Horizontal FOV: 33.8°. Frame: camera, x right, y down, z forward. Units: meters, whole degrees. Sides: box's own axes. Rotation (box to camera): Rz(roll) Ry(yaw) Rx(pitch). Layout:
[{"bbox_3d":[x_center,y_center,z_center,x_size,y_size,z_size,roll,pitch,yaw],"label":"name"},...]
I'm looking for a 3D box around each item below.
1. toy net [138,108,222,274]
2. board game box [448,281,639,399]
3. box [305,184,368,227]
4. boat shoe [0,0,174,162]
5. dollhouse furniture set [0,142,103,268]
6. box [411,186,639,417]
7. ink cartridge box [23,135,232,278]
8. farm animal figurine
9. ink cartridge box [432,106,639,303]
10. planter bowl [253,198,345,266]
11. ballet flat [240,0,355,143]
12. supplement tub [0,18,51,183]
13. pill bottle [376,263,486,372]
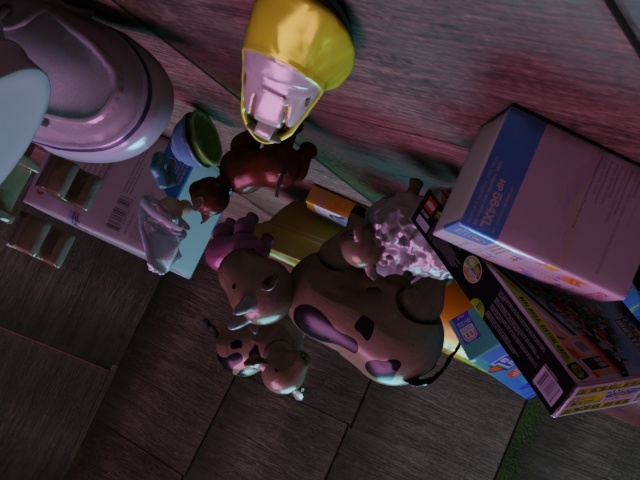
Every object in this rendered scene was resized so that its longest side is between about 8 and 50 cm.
[{"bbox_3d":[-0.159,-0.069,1.124,0.045,0.232,0.122,-17,134,18],"label":"toy net"},{"bbox_3d":[0.232,0.080,1.016,0.210,0.160,0.047,35,-154,-58],"label":"board game box"},{"bbox_3d":[0.049,-0.028,1.372,0.136,0.028,0.081,22,173,6],"label":"box"},{"bbox_3d":[-0.304,-0.189,0.959,0.367,0.135,0.156,31,-177,27],"label":"boat shoe"},{"bbox_3d":[-0.369,-0.124,1.195,0.161,0.242,0.212,20,171,40],"label":"dollhouse furniture set"},{"bbox_3d":[0.168,0.039,0.810,0.114,0.036,0.207,-2,-135,-35],"label":"box"},{"bbox_3d":[-0.287,-0.075,1.598,0.233,0.171,0.168,23,173,19],"label":"ink cartridge box"},{"bbox_3d":[-0.013,0.060,1.064,0.327,0.172,0.330,19,140,20],"label":"farm animal figurine"},{"bbox_3d":[0.168,-0.017,0.740,0.143,0.089,0.092,25,174,-3],"label":"ink cartridge box"},{"bbox_3d":[0.000,0.000,1.479,0.217,0.090,0.217,23,176,2],"label":"planter bowl"},{"bbox_3d":[-0.025,-0.112,0.752,0.077,0.077,0.231,26,173,-3],"label":"ballet flat"},{"bbox_3d":[-0.392,-0.154,0.789,0.325,0.235,0.235,40,174,2],"label":"supplement tub"},{"bbox_3d":[0.162,0.063,1.195,0.246,0.136,0.136,25,173,-1],"label":"pill bottle"}]
